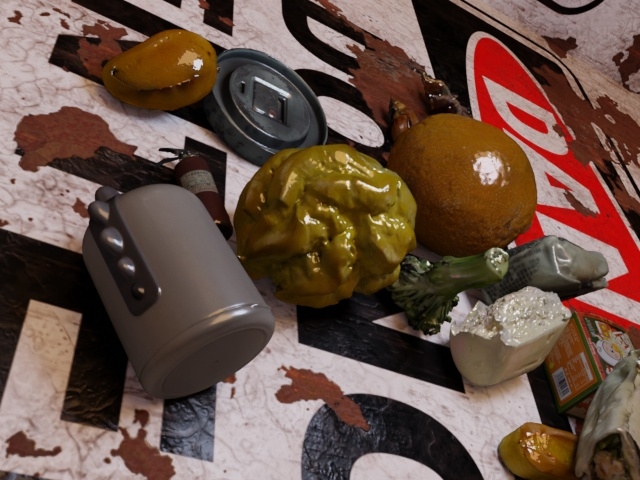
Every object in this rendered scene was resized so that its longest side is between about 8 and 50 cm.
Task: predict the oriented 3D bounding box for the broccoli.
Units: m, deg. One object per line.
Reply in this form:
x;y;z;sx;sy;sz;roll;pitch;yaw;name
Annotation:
0.259;0.079;1.400;0.145;0.304;0.165;-26;87;-30;broccoli

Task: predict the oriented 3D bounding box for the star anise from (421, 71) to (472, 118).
0.395;-0.397;2.187;0.288;0.088;0.288;37;28;-24;star anise

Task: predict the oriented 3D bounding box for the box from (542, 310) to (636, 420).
0.620;0.292;1.613;0.177;0.148;0.195;20;40;-23;box

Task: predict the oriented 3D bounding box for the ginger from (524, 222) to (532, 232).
0.534;-0.094;1.998;0.104;0.080;0.204;5;45;-19;ginger

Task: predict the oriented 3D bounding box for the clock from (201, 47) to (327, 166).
-0.123;-0.295;1.612;0.312;0.061;0.313;22;48;-27;clock

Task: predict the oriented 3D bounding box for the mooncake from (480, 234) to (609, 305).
0.495;0.075;1.630;0.250;0.254;0.136;12;61;-45;mooncake

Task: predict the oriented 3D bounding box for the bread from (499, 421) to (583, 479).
0.460;0.426;1.381;0.245;0.094;0.102;25;43;-22;bread

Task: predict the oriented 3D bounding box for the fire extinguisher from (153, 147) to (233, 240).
-0.242;-0.094;1.336;0.099;0.071;0.231;-16;59;-17;fire extinguisher

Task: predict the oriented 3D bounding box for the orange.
0.317;-0.132;1.663;0.322;0.322;0.357;0;41;-41;orange

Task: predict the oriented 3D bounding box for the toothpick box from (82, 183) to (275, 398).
-0.232;0.052;1.062;0.229;0.229;0.316;-9;57;-46;toothpick box

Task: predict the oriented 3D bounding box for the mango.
-0.319;-0.339;1.443;0.235;0.136;0.166;-15;54;-17;mango

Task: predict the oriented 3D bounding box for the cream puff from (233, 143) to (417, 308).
0.001;0.001;1.282;0.324;0.291;0.257;52;51;-29;cream puff

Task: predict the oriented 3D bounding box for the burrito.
0.582;0.352;1.371;0.332;0.135;0.190;-37;101;-53;burrito

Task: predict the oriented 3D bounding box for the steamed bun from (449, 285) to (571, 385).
0.370;0.186;1.469;0.225;0.200;0.170;-8;45;-45;steamed bun

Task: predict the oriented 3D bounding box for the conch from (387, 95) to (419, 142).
0.236;-0.303;1.954;0.086;0.080;0.233;9;47;-24;conch
